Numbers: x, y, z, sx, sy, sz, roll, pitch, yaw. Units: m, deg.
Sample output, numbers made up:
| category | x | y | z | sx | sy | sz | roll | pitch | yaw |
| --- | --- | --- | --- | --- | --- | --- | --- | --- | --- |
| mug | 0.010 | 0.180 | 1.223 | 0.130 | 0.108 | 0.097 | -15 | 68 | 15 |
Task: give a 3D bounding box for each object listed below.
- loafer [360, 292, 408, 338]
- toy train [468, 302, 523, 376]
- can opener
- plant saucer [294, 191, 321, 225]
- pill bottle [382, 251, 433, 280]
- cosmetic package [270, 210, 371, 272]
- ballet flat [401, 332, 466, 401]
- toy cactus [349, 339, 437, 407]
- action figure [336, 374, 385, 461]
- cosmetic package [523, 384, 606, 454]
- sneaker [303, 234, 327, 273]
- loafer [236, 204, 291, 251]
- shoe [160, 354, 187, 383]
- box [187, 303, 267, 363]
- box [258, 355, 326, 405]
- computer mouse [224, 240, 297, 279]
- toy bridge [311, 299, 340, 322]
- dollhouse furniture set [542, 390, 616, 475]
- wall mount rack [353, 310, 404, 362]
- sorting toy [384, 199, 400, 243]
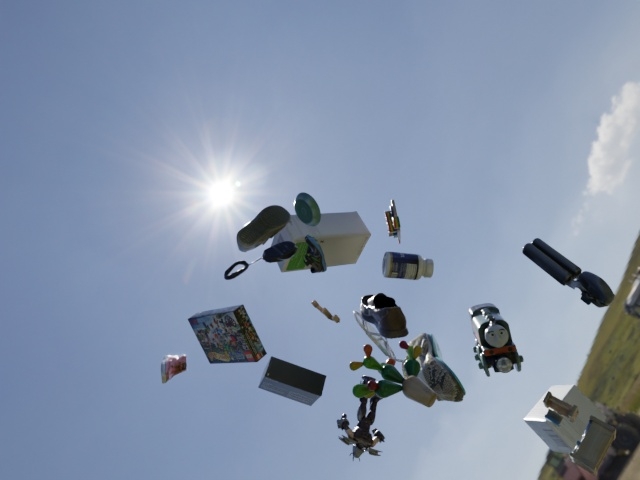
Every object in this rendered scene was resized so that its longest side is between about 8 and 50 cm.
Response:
| category | x | y | z | sx | sy | sz | roll | pitch | yaw |
| --- | --- | --- | --- | --- | --- | --- | --- | --- | --- |
| loafer | 0.248 | 0.260 | 1.764 | 0.133 | 0.366 | 0.130 | -5 | -81 | -13 |
| toy train | 0.577 | 0.327 | 1.536 | 0.334 | 0.142 | 0.191 | -14 | -91 | -77 |
| can opener | 0.706 | 0.082 | 1.295 | 0.074 | 0.280 | 0.093 | -24 | -45 | -19 |
| plant saucer | -0.048 | -0.097 | 1.484 | 0.021 | 0.119 | 0.120 | -31 | -45 | -36 |
| pill bottle | 0.310 | 0.092 | 1.619 | 0.169 | 0.094 | 0.094 | 5 | -61 | -3 |
| cosmetic package | 0.000 | 0.000 | 1.896 | 0.365 | 0.155 | 0.197 | -5 | -43 | -28 |
| ballet flat | 0.403 | 0.496 | 1.725 | 0.181 | 0.483 | 0.164 | -28 | -83 | 6 |
| toy cactus | 0.175 | 0.294 | 1.005 | 0.218 | 0.180 | 0.112 | -10 | -64 | -44 |
| action figure | 0.159 | 0.635 | 1.618 | 0.185 | 0.099 | 0.285 | 31 | -120 | -18 |
| cosmetic package | 0.874 | 0.639 | 1.638 | 0.183 | 0.151 | 0.151 | -39 | -11 | -18 |
| sneaker | -0.027 | 0.058 | 1.674 | 0.078 | 0.067 | 0.188 | -19 | -46 | -4 |
| loafer | -0.204 | -0.041 | 1.589 | 0.251 | 0.094 | 0.087 | -36 | -11 | -39 |
| shoe | -0.510 | 0.443 | 1.595 | 0.081 | 0.178 | 0.064 | -3 | -84 | -13 |
| box | -0.274 | 0.276 | 1.320 | 0.044 | 0.233 | 0.159 | -33 | -77 | -47 |
| box | -0.128 | 0.629 | 2.032 | 0.184 | 0.261 | 0.103 | 118 | 172 | -56 |
| computer mouse | -0.173 | 0.066 | 1.345 | 0.242 | 0.071 | 0.041 | -23 | -52 | -24 |
| toy bridge | 0.030 | 0.321 | 2.007 | 0.026 | 0.188 | 0.063 | -46 | -54 | -13 |
| dollhouse furniture set | 0.727 | 0.557 | 1.321 | 0.129 | 0.183 | 0.129 | -54 | -43 | -11 |
| wall mount rack | 0.308 | 0.451 | 2.121 | 0.130 | 0.304 | 0.350 | -37 | -67 | 11 |
| sorting toy | 0.290 | -0.075 | 1.847 | 0.046 | 0.133 | 0.274 | -11 | -18 | 7 |
